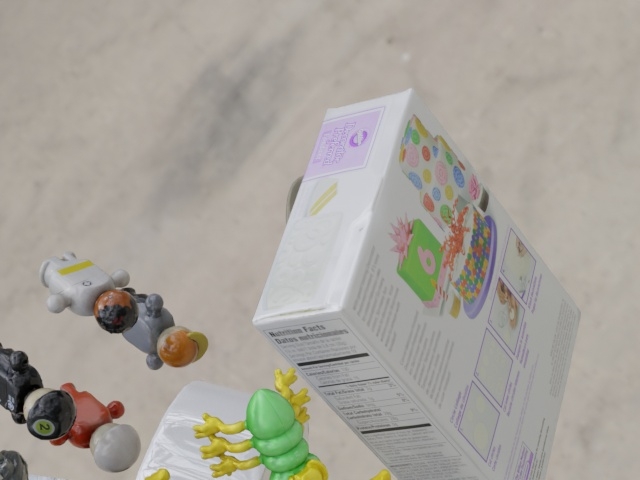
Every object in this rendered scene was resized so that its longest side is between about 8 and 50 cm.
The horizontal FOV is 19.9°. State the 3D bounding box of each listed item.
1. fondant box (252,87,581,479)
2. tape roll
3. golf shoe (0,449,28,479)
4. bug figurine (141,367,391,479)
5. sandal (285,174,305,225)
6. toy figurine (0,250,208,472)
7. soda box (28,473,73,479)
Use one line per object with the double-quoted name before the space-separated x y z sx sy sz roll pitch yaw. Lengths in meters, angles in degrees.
"fondant box" 0.096 0.067 1.586 0.096 0.330 0.238 -10 46 34
"tape roll" -0.097 0.267 1.563 0.100 0.286 0.286 15 61 9
"golf shoe" -0.179 0.193 0.845 0.077 0.094 0.198 7 49 30
"bug figurine" -0.050 0.225 1.267 0.279 0.216 0.072 -34 22 -22
"sandal" 0.000 0.000 1.721 0.072 0.049 0.180 -4 49 6
"toy figurine" -0.253 0.137 2.042 0.148 0.213 0.209 33 84 37
"soda box" -0.180 0.306 1.793 0.286 0.091 0.098 6 51 17
